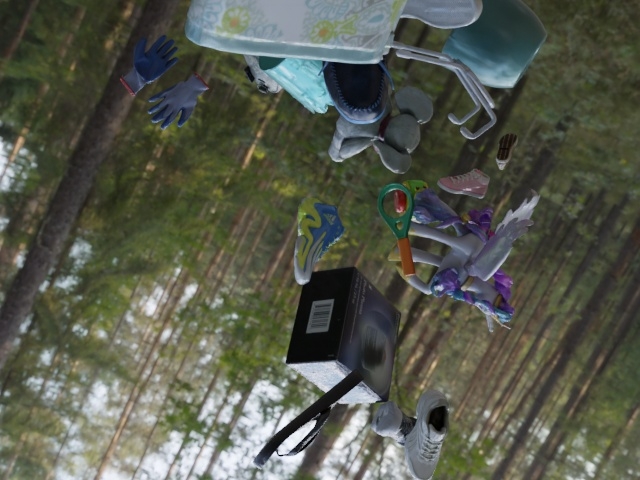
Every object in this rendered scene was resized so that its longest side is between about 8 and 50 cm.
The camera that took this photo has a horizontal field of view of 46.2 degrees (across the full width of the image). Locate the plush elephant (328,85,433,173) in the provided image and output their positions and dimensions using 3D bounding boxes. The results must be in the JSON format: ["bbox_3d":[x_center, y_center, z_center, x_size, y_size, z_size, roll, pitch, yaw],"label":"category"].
[{"bbox_3d":[0.192,-0.334,2.240,0.256,0.271,0.330,32,175,5],"label":"plush elephant"}]

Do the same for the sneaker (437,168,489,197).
[{"bbox_3d":[0.361,-0.152,1.874,0.135,0.070,0.051,10,-148,-17],"label":"sneaker"}]

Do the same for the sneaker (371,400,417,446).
[{"bbox_3d":[0.239,0.535,2.152,0.153,0.101,0.268,25,167,1],"label":"sneaker"}]

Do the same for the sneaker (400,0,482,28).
[{"bbox_3d":[0.274,-0.539,1.670,0.169,0.108,0.293,-19,-149,-37],"label":"sneaker"}]

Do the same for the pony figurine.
[{"bbox_3d":[0.371,0.022,1.862,0.364,0.350,0.303,30,-150,15],"label":"pony figurine"}]

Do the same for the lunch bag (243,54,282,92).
[{"bbox_3d":[-0.089,-0.604,2.207,0.213,0.305,0.256,38,161,29],"label":"lunch bag"}]

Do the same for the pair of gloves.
[{"bbox_3d":[-0.349,-0.354,1.669,0.198,0.159,0.023,50,159,-27],"label":"pair of gloves"}]

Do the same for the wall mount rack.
[{"bbox_3d":[0.328,-0.424,1.972,0.304,0.131,0.350,50,-168,-16],"label":"wall mount rack"}]

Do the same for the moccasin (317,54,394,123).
[{"bbox_3d":[0.053,-0.382,1.394,0.138,0.341,0.116,-8,156,-4],"label":"moccasin"}]

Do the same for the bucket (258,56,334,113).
[{"bbox_3d":[-0.012,-0.479,1.881,0.183,0.281,0.281,31,-174,-29],"label":"bucket"}]

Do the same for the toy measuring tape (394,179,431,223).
[{"bbox_3d":[0.262,-0.105,2.211,0.122,0.121,0.330,26,167,0],"label":"toy measuring tape"}]

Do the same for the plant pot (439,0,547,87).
[{"bbox_3d":[0.536,-0.599,2.271,0.235,0.293,0.293,35,-169,8],"label":"plant pot"}]

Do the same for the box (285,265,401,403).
[{"bbox_3d":[0.078,0.275,2.150,0.183,0.296,0.294,-9,144,32],"label":"box"}]

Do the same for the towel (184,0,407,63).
[{"bbox_3d":[0.002,-0.430,1.134,0.375,0.320,0.090,-5,-137,-36],"label":"towel"}]

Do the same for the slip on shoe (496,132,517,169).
[{"bbox_3d":[0.551,-0.264,2.219,0.052,0.135,0.041,7,138,21],"label":"slip on shoe"}]

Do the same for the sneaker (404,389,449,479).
[{"bbox_3d":[0.273,0.496,1.886,0.091,0.232,0.115,10,176,-7],"label":"sneaker"}]

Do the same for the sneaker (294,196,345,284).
[{"bbox_3d":[0.000,0.000,1.913,0.126,0.240,0.091,5,158,-3],"label":"sneaker"}]

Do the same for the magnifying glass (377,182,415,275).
[{"bbox_3d":[0.195,-0.028,1.825,0.092,0.230,0.026,-15,170,27],"label":"magnifying glass"}]

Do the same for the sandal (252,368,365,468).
[{"bbox_3d":[-0.013,0.329,1.357,0.054,0.255,0.097,51,163,10],"label":"sandal"}]
